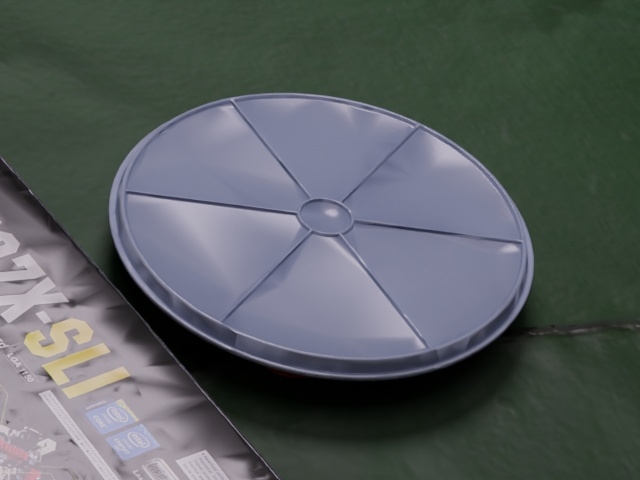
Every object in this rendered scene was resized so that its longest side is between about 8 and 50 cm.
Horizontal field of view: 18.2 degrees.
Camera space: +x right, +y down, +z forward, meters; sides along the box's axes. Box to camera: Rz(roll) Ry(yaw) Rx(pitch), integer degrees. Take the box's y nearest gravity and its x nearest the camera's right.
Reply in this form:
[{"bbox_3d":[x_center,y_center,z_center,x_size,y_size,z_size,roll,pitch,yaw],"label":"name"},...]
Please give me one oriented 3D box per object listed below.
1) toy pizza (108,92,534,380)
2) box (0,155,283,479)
[{"bbox_3d":[0.000,0.000,0.938,0.201,0.032,0.201,7,40,-6],"label":"toy pizza"},{"bbox_3d":[-0.187,0.083,0.761,0.257,0.079,0.322,-20,50,-35],"label":"box"}]
